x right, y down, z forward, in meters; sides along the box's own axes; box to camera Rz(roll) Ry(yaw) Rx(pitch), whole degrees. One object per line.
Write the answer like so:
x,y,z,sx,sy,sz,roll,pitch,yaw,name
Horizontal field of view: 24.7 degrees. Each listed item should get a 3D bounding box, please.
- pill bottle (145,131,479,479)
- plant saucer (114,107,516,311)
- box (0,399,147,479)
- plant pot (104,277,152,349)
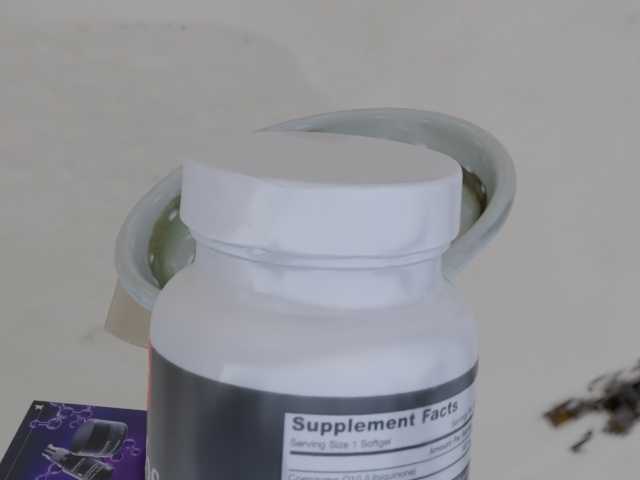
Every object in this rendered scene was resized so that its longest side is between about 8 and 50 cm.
-0.008,0.123,0.936,0.210,0.210,0.363,-7,107,-34,pill bottle
0.000,0.000,1.450,0.400,0.400,0.101,-21,119,-13,plant saucer
-0.279,0.311,1.639,0.184,0.261,0.103,1,131,17,box
-0.159,0.074,1.607,0.109,0.096,0.109,10,104,-33,plant pot
